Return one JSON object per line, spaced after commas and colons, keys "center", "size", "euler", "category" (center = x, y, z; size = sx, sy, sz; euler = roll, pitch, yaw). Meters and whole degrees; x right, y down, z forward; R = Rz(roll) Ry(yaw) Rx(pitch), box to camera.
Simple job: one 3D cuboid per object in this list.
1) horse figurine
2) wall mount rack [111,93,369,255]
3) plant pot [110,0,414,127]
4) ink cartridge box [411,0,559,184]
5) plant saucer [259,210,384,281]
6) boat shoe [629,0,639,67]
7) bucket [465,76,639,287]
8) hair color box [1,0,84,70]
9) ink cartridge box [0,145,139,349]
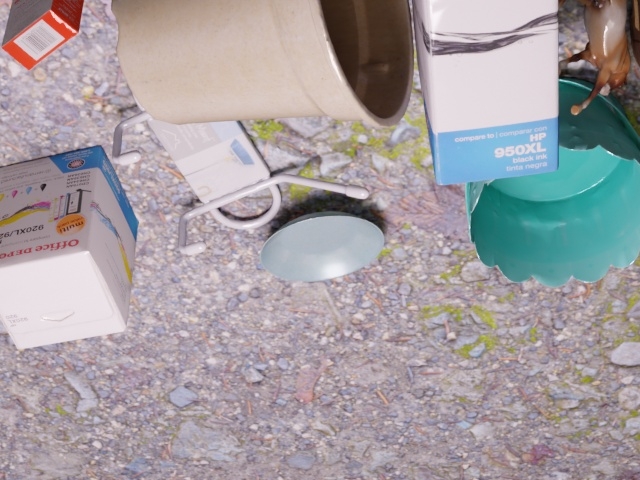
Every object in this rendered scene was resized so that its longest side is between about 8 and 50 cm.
{"center": [0.363, -0.294, 2.004], "size": [0.066, 0.174, 0.263], "euler": [13, 126, 42], "category": "horse figurine"}
{"center": [-0.114, -0.121, 2.149], "size": [0.304, 0.130, 0.350], "euler": [-21, 131, 14], "category": "wall mount rack"}
{"center": [-0.082, -0.282, 1.901], "size": [0.305, 0.334, 0.334], "euler": [-9, 134, 23], "category": "plant pot"}
{"center": [0.198, -0.312, 1.868], "size": [0.166, 0.285, 0.395], "euler": [-6, 133, 2], "category": "ink cartridge box"}
{"center": [0.000, 0.000, 2.305], "size": [0.195, 0.037, 0.195], "euler": [-8, 151, -4], "category": "plant saucer"}
{"center": [0.463, -0.340, 1.996], "size": [0.095, 0.095, 0.257], "euler": [-18, 139, -4], "category": "boat shoe"}
{"center": [0.339, -0.088, 2.154], "size": [0.281, 0.183, 0.281], "euler": [-1, 133, -1], "category": "bucket"}
{"center": [-0.353, -0.306, 1.941], "size": [0.093, 0.167, 0.053], "euler": [-32, 127, 25], "category": "hair color box"}
{"center": [-0.379, 0.011, 2.193], "size": [0.171, 0.233, 0.168], "euler": [-11, 133, 9], "category": "ink cartridge box"}
